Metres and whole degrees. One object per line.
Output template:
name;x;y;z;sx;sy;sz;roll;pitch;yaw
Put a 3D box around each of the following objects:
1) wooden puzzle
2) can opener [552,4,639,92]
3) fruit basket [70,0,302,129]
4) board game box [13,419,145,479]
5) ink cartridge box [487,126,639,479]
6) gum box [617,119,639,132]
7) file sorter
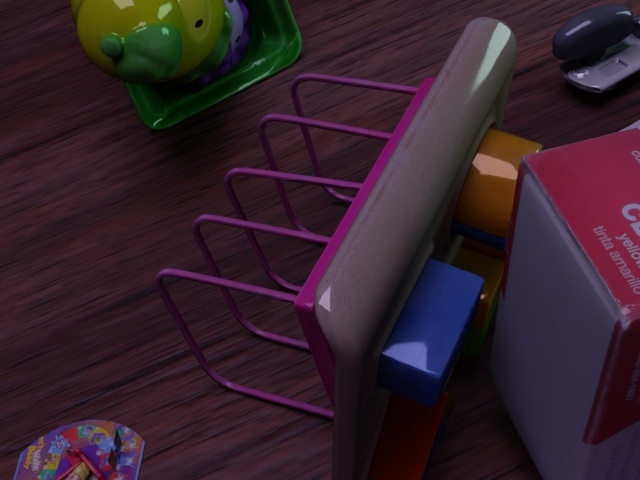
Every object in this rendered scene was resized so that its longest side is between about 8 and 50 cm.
wooden puzzle;0.101;0.049;0.819;0.080;0.348;0.322;18;55;19
can opener;0.405;-0.258;1.195;0.280;0.093;0.074;-27;46;-16
fruit basket;-0.184;-0.318;1.218;0.283;0.392;0.392;-29;47;-12
board game box;-0.245;0.237;0.960;0.133;0.033;0.169;-5;47;11
ink cartridge box;0.345;0.037;0.771;0.384;0.279;0.160;-15;48;-10
gum box;0.390;-0.089;1.056;0.188;0.062;0.107;-29;47;-11
file sorter;0.000;0.000;0.992;0.182;0.202;0.291;12;53;27
